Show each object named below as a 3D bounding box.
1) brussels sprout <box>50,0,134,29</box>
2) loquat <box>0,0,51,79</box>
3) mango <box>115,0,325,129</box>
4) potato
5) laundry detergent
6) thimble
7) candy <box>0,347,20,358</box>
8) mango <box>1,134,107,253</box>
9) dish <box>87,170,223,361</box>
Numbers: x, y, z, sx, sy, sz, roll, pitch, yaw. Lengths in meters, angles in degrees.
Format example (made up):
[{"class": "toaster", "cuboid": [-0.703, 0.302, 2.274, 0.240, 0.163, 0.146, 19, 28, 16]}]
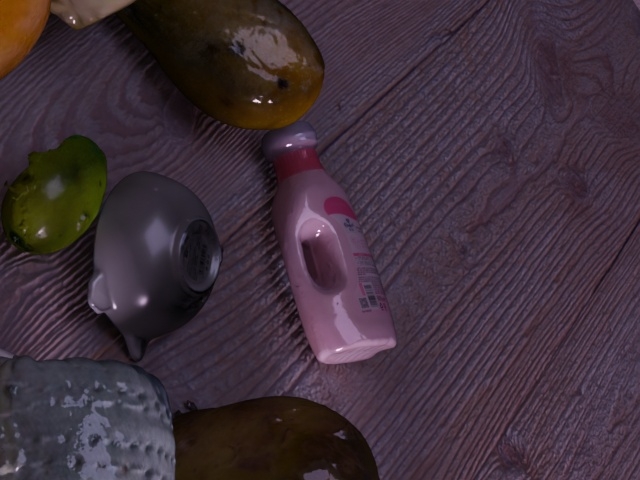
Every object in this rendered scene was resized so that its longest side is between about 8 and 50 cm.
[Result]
[{"class": "brussels sprout", "cuboid": [-0.319, -0.425, 2.044, 0.344, 0.268, 0.344, 7, 75, -26]}, {"class": "loquat", "cuboid": [-0.441, -0.291, 1.757, 0.328, 0.328, 0.328, 29, 47, -36]}, {"class": "mango", "cuboid": [-0.146, -0.275, 2.237, 0.329, 0.175, 0.176, 36, 15, -1]}, {"class": "potato", "cuboid": [-0.036, 0.287, 1.919, 0.301, 0.237, 0.288, 30, 46, -36]}, {"class": "laundry detergent", "cuboid": [0.000, 0.000, 2.280, 0.159, 0.088, 0.335, -1, 67, -50]}, {"class": "thimble", "cuboid": [-0.260, 0.222, 1.724, 0.250, 0.205, 0.172, 36, 47, -55]}, {"class": "candy", "cuboid": [-0.395, 0.088, 1.736, 0.365, 0.124, 0.124, 30, 46, -41]}, {"class": "mango", "cuboid": [-0.300, -0.054, 1.926, 0.100, 0.119, 0.178, 33, 40, 0]}, {"class": "dish", "cuboid": [-0.172, 0.027, 1.999, 0.228, 0.086, 0.236, 62, 40, -40]}]
